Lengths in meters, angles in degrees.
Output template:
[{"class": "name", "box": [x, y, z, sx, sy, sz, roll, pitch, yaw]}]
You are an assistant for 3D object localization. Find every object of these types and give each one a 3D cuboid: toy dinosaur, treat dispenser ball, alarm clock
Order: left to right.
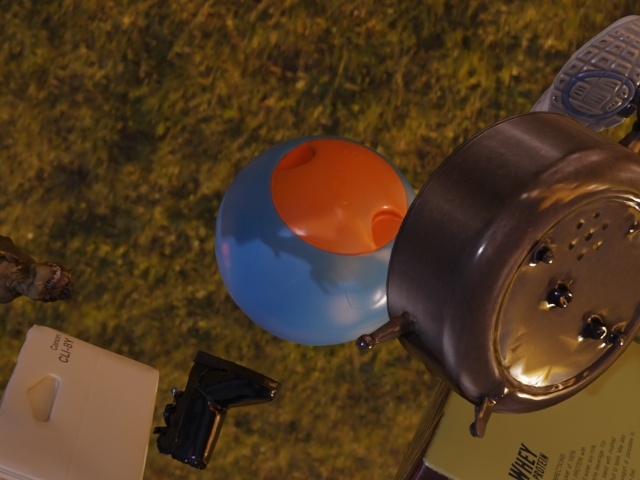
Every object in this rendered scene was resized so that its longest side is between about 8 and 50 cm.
[{"class": "toy dinosaur", "box": [-0.293, 0.009, 0.954, 0.268, 0.118, 0.064, 28, 117, 47]}, {"class": "treat dispenser ball", "box": [0.000, 0.000, 1.646, 0.288, 0.288, 0.288, 10, 141, 8]}, {"class": "alarm clock", "box": [0.108, -0.002, 0.530, 0.064, 0.192, 0.129, 33, 176, 46]}]

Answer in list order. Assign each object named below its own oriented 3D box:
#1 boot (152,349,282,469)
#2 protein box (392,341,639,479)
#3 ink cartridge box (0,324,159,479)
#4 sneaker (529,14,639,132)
[{"class": "boot", "box": [-0.093, 0.155, 1.071, 0.121, 0.099, 0.045, 10, 163, 48]}, {"class": "protein box", "box": [0.156, 0.165, 0.770, 0.201, 0.200, 0.136, 28, 128, 5]}, {"class": "ink cartridge box", "box": [-0.321, 0.330, 1.301, 0.160, 0.279, 0.384, 21, 114, -13]}, {"class": "sneaker", "box": [0.319, -0.174, 1.539, 0.111, 0.129, 0.297, 29, 124, -12]}]
